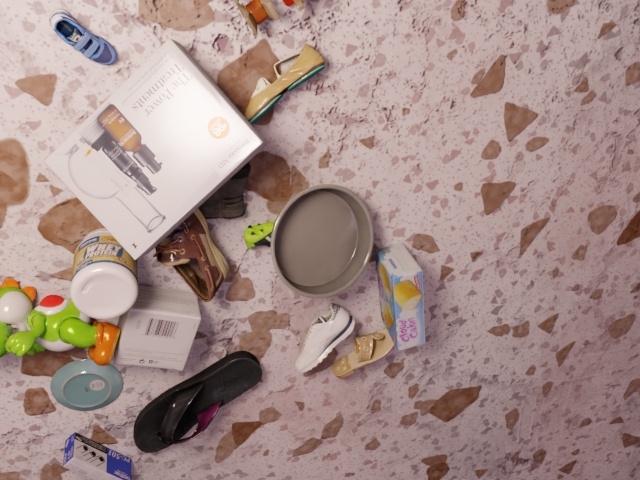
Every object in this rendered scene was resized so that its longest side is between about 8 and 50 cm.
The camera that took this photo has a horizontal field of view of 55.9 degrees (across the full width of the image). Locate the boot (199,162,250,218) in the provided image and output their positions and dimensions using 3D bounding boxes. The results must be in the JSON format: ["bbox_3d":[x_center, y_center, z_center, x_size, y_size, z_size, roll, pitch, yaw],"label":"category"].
[{"bbox_3d":[-0.290,-0.119,1.429,0.247,0.083,0.161,4,124,-18],"label":"boot"}]

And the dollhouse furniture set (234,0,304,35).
[{"bbox_3d":[-0.094,-0.593,1.202,0.262,0.135,0.259,-34,135,4],"label":"dollhouse furniture set"}]

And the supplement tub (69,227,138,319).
[{"bbox_3d":[-0.498,0.071,1.398,0.144,0.199,0.144,-9,122,-14],"label":"supplement tub"}]

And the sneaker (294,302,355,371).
[{"bbox_3d":[-0.007,0.284,1.765,0.095,0.090,0.235,39,99,-19],"label":"sneaker"}]

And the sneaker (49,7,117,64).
[{"bbox_3d":[-0.477,-0.400,1.210,0.144,0.059,0.053,33,103,-32],"label":"sneaker"}]

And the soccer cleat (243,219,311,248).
[{"bbox_3d":[-0.110,-0.021,1.562,0.179,0.060,0.072,-11,142,-12],"label":"soccer cleat"}]

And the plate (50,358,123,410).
[{"bbox_3d":[-0.640,0.404,1.656,0.188,0.024,0.188,-8,121,-13],"label":"plate"}]

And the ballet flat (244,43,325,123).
[{"bbox_3d":[-0.097,-0.354,1.365,0.232,0.080,0.073,-37,96,3],"label":"ballet flat"}]

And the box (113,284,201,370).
[{"bbox_3d":[-0.425,0.225,1.562,0.181,0.119,0.181,12,116,-24],"label":"box"}]

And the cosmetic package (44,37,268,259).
[{"bbox_3d":[-0.346,-0.188,1.285,0.377,0.097,0.284,-42,96,8],"label":"cosmetic package"}]

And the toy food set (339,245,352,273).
[{"bbox_3d":[0.027,0.060,1.640,0.218,0.071,0.128,-14,123,-10],"label":"toy food set"}]

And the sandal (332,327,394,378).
[{"bbox_3d":[0.122,0.329,1.821,0.240,0.088,0.079,-37,130,12],"label":"sandal"}]

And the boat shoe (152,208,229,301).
[{"bbox_3d":[-0.335,0.013,1.443,0.123,0.123,0.342,-5,132,23],"label":"boat shoe"}]

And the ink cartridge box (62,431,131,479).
[{"bbox_3d":[-0.645,0.645,1.754,0.046,0.097,0.207,-42,123,8],"label":"ink cartridge box"}]

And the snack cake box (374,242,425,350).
[{"bbox_3d":[0.227,0.160,1.716,0.089,0.152,0.264,-14,122,-9],"label":"snack cake box"}]

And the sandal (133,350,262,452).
[{"bbox_3d":[-0.364,0.483,1.742,0.446,0.107,0.167,-38,124,6],"label":"sandal"}]

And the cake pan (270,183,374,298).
[{"bbox_3d":[0.000,0.000,1.538,0.293,0.054,0.293,-6,103,-26],"label":"cake pan"}]

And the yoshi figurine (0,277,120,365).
[{"bbox_3d":[-0.687,0.234,1.443,0.362,0.203,0.203,22,117,-24],"label":"yoshi figurine"}]
